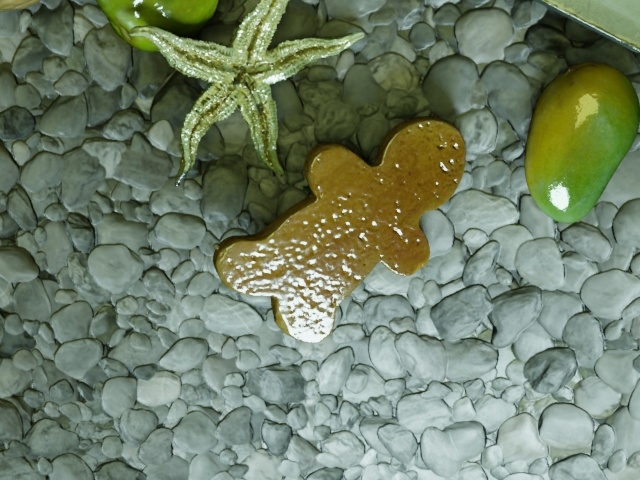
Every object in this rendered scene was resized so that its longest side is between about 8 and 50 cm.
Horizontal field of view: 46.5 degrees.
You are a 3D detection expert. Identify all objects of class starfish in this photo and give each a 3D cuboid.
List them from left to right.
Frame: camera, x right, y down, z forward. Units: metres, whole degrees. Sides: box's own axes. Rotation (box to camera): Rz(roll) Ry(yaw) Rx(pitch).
[{"bbox_3d":[-0.100,-0.249,1.140,0.358,0.078,0.347,-19,128,-20],"label":"starfish"}]

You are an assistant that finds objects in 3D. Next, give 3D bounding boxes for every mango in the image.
[{"bbox_3d":[0.393,-0.148,1.147,0.156,0.114,0.251,8,119,-9],"label":"mango"}]

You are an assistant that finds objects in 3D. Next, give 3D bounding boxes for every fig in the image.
[{"bbox_3d":[-0.204,-0.409,1.081,0.275,0.206,0.206,-33,102,-3],"label":"fig"}]

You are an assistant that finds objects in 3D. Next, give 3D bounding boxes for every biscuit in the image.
[{"bbox_3d":[0.055,-0.033,1.202,0.432,0.064,0.283,-44,116,2],"label":"biscuit"}]

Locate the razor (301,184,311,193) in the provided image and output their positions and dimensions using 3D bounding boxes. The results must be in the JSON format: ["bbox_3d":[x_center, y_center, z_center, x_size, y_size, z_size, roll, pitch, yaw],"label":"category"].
[{"bbox_3d":[0.000,0.002,1.250,0.066,0.033,0.190,2,107,4],"label":"razor"}]

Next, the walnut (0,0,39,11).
[{"bbox_3d":[-0.492,-0.432,1.064,0.261,0.225,0.225,-6,106,1],"label":"walnut"}]

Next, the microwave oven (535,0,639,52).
[{"bbox_3d":[0.366,-0.465,0.954,0.394,0.247,0.333,26,125,-5],"label":"microwave oven"}]
